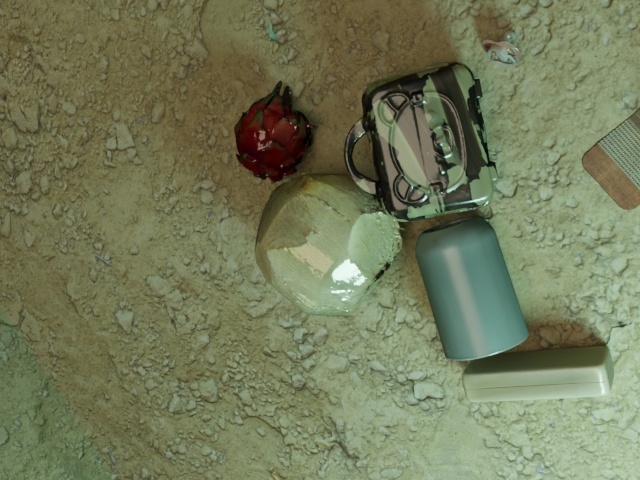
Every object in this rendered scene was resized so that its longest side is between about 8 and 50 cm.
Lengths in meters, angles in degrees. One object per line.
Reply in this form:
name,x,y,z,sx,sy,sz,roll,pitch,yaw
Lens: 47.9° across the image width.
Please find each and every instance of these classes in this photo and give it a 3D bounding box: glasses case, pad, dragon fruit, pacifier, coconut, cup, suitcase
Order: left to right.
dragon fruit,-0.126,-0.279,1.886,0.192,0.193,0.274,23,114,49
coconut,0.000,0.000,1.795,0.360,0.346,0.346,39,117,9
suitcase,0.223,-0.223,1.692,0.339,0.194,0.351,-12,95,11
cup,0.354,0.109,1.719,0.205,0.205,0.312,-15,95,29
pacifier,0.418,-0.440,1.634,0.099,0.081,0.078,22,79,43
glasses case,0.518,0.321,1.724,0.336,0.144,0.076,-10,98,30
pad,0.654,-0.249,1.558,0.323,0.055,0.250,41,119,-8
